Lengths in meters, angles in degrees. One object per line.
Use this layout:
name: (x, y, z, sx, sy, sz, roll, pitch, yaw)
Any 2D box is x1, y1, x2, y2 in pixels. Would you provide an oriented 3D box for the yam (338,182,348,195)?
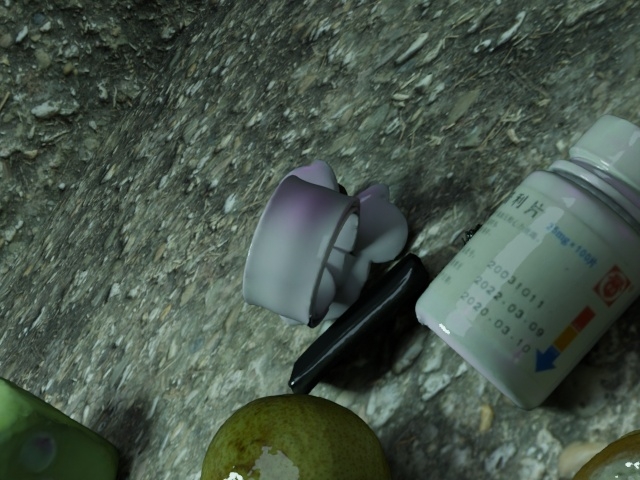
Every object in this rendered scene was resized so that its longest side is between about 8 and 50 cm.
yam: (0.013, -0.031, 1.369, 0.079, 0.079, 0.141, -35, 32, 24)

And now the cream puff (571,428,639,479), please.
cream puff: (0.270, 0.227, 0.662, 0.165, 0.115, 0.150, -28, 27, 50)

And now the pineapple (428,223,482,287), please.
pineapple: (0.181, 0.028, 1.086, 0.058, 0.058, 0.124, -7, 49, 51)

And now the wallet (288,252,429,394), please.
wallet: (0.048, 0.116, 1.131, 0.250, 0.044, 0.149, -44, 1, 5)

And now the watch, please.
watch: (0.000, 0.000, 1.179, 0.217, 0.211, 0.248, 52, -120, -77)

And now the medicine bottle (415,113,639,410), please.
medicine bottle: (0.250, 0.021, 0.882, 0.293, 0.170, 0.170, -48, 29, 2)

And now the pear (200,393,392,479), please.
pear: (-0.032, 0.272, 0.943, 0.228, 0.188, 0.211, -44, 41, 9)

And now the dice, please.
dice: (-0.508, 0.389, 1.399, 0.254, 0.250, 0.252, 5, 59, 56)
